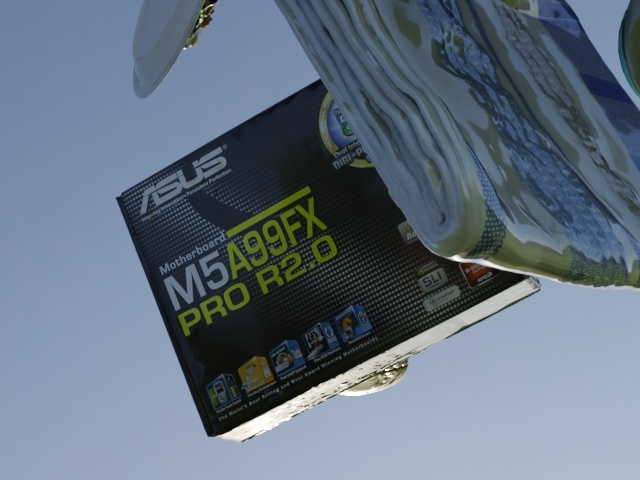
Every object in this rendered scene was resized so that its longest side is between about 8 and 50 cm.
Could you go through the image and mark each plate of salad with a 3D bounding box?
[{"bbox_3d":[-0.120,-0.218,1.106,0.048,0.200,0.200,21,-60,-23],"label":"plate of salad"}]

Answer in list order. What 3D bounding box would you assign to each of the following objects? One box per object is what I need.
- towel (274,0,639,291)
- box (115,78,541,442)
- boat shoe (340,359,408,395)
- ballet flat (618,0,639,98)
[{"bbox_3d":[0.090,-0.065,0.559,0.034,0.209,0.285,-43,-30,27],"label":"towel"},{"bbox_3d":[0.000,0.000,0.933,0.270,0.216,0.060,-28,-20,12],"label":"box"},{"bbox_3d":[0.015,0.064,1.192,0.098,0.096,0.277,-20,-35,7],"label":"boat shoe"},{"bbox_3d":[0.191,-0.047,0.363,0.213,0.068,0.072,12,-96,-23],"label":"ballet flat"}]
